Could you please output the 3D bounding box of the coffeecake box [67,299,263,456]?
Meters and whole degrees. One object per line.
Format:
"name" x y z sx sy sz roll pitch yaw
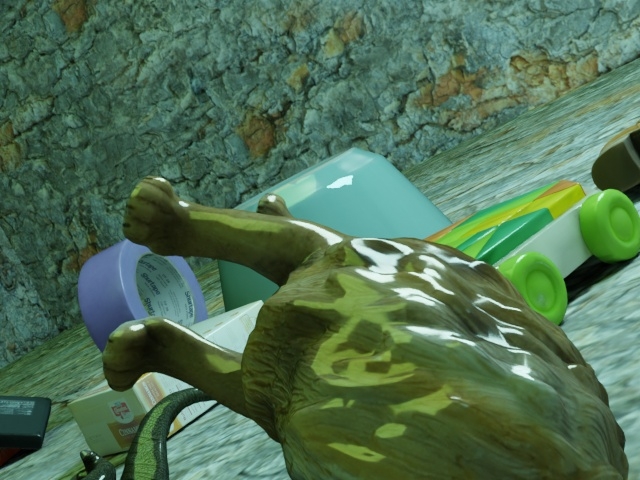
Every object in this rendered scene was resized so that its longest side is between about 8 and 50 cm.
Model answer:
"coffeecake box" -0.149 0.145 1.210 0.185 0.068 0.142 -32 6 -40

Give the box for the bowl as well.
"bowl" 0.000 0.000 1.361 0.311 0.163 0.311 -27 6 3

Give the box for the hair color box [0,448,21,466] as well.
"hair color box" -0.452 0.288 1.548 0.072 0.043 0.141 -26 6 16

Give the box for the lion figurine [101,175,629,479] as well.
"lion figurine" 0.044 0.056 0.587 0.240 0.142 0.392 16 10 16

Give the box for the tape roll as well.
"tape roll" -0.246 0.090 1.615 0.080 0.189 0.189 -25 6 24

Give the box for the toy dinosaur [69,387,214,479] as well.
"toy dinosaur" -0.160 0.198 0.645 0.313 0.121 0.160 -25 16 -18

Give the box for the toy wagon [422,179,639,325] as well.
"toy wagon" 0.130 0.022 0.948 0.344 0.068 0.267 -32 7 -41

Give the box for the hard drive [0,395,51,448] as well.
"hard drive" -0.414 0.242 1.546 0.094 0.022 0.135 4 12 -9

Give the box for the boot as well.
"boot" 0.356 -0.111 1.100 0.197 0.073 0.152 -22 3 29
